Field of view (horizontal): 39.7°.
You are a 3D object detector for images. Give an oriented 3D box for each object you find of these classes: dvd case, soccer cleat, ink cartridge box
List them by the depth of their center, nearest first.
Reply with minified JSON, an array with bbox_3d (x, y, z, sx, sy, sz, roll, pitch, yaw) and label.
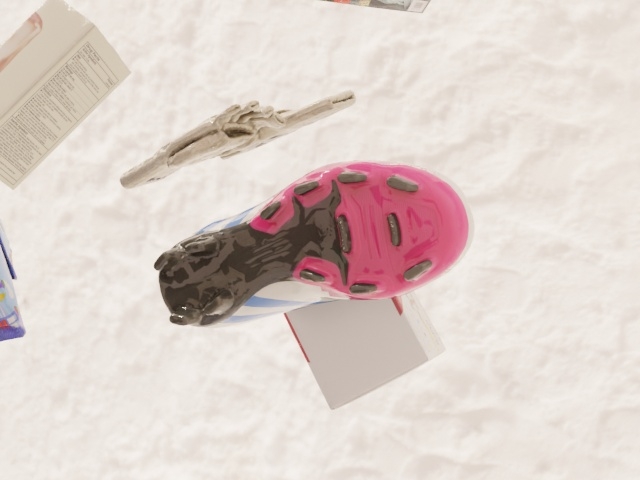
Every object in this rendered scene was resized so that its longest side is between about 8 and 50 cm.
[{"bbox_3d":[0.000,0.000,0.780,0.331,0.143,0.116,-14,90,36],"label":"soccer cleat"},{"bbox_3d":[0.057,-0.254,0.872,0.119,0.087,0.013,5,77,-9],"label":"dvd case"},{"bbox_3d":[0.058,0.110,1.056,0.127,0.176,0.128,-30,80,10],"label":"ink cartridge box"}]

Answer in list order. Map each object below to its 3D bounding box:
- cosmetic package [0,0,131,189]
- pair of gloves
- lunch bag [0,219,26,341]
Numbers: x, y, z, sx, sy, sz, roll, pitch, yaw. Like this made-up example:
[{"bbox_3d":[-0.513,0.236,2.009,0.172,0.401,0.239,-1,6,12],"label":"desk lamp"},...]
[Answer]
[{"bbox_3d":[-0.490,-0.253,1.514,0.129,0.153,0.296,39,80,26],"label":"cosmetic package"},{"bbox_3d":[-0.093,-0.127,1.028,0.204,0.240,0.042,-18,94,40],"label":"pair of gloves"},{"bbox_3d":[-0.390,-0.036,0.897,0.138,0.293,0.221,-19,113,-5],"label":"lunch bag"}]
